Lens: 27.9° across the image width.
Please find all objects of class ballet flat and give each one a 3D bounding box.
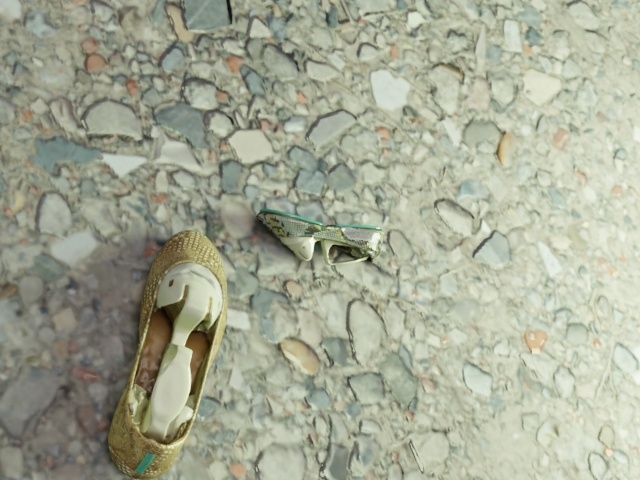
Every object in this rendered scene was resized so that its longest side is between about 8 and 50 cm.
[{"bbox_3d":[-0.105,0.078,0.971,0.073,0.067,0.206,18,63,-18],"label":"ballet flat"},{"bbox_3d":[0.000,0.000,1.072,0.114,0.041,0.041,9,67,-22],"label":"ballet flat"}]
